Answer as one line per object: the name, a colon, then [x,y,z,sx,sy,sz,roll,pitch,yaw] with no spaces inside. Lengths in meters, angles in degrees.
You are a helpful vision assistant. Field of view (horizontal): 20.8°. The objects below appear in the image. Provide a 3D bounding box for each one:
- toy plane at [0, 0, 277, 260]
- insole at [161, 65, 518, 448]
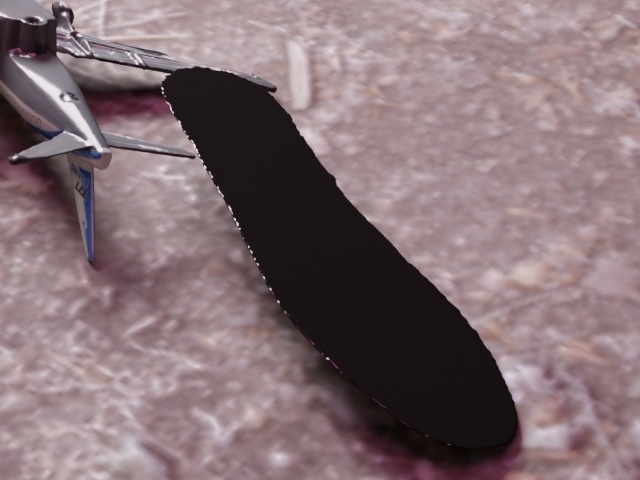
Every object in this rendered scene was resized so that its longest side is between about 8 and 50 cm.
toy plane: [-0.136,-0.081,0.768,0.226,0.058,0.226,-4,39,-31]
insole: [0.000,0.001,0.692,0.080,0.003,0.232,-5,43,-37]
